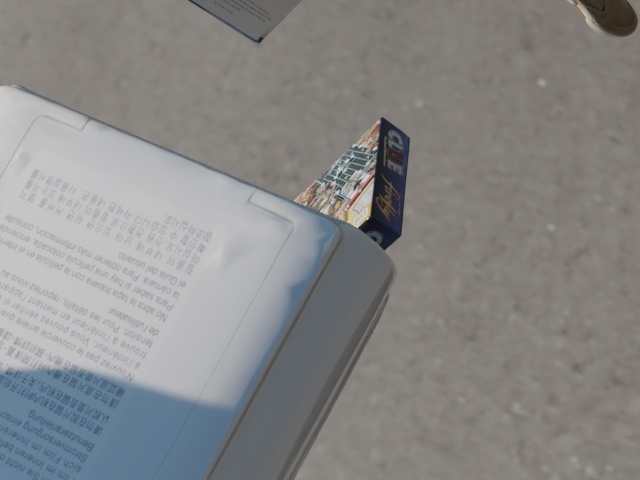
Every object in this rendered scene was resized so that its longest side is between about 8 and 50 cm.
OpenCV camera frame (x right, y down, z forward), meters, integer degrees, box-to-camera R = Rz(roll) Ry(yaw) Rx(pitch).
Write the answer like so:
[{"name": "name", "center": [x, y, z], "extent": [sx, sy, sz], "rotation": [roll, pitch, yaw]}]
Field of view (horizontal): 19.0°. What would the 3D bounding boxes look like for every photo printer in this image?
[{"name": "photo printer", "center": [-0.136, 0.095, 0.988], "extent": [0.256, 0.107, 0.307], "rotation": [22, 77, 27]}]

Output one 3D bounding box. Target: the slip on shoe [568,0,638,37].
[{"name": "slip on shoe", "center": [0.288, -0.253, 1.965], "extent": [0.041, 0.135, 0.051], "rotation": [-10, 53, 47]}]

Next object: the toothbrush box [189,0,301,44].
[{"name": "toothbrush box", "center": [-0.136, -0.330, 1.587], "extent": [0.126, 0.216, 0.295], "rotation": [-44, 60, 12]}]

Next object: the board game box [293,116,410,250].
[{"name": "board game box", "center": [0.000, 0.000, 2.031], "extent": [0.243, 0.042, 0.165], "rotation": [-43, 25, 35]}]
